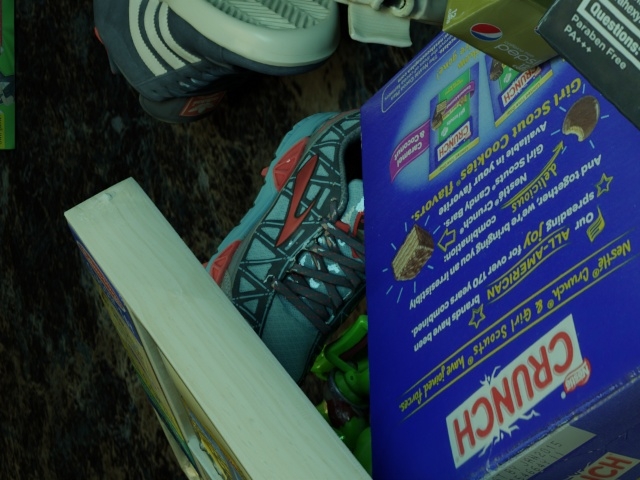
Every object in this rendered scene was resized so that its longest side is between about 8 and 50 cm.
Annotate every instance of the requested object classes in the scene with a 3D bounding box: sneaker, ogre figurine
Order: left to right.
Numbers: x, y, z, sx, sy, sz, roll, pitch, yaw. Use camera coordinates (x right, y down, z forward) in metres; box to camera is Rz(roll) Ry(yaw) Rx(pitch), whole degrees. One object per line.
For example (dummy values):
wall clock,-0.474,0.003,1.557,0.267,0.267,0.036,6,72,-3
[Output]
sneaker,-0.091,-0.160,1.353,0.350,0.131,0.148,35,128,56
sneaker,0.000,0.000,1.156,0.125,0.104,0.261,-14,47,47
ogre figurine,0.036,0.115,1.186,0.097,0.197,0.118,35,119,0

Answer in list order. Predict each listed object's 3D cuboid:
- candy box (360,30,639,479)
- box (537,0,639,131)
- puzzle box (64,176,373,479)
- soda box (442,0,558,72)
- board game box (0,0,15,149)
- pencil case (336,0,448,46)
candy box,0.142,-0.005,0.902,0.268,0.122,0.317,-41,37,44
box,0.302,-0.115,0.647,0.296,0.183,0.294,48,134,19
puzzle box,-0.010,0.172,0.925,0.409,0.052,0.272,48,162,43
soda box,0.120,-0.188,0.877,0.061,0.058,0.181,-24,48,53
board game box,-0.425,-0.272,1.898,0.213,0.046,0.317,10,101,56
pencil case,0.105,-0.324,0.995,0.183,0.160,0.410,-110,35,-47
